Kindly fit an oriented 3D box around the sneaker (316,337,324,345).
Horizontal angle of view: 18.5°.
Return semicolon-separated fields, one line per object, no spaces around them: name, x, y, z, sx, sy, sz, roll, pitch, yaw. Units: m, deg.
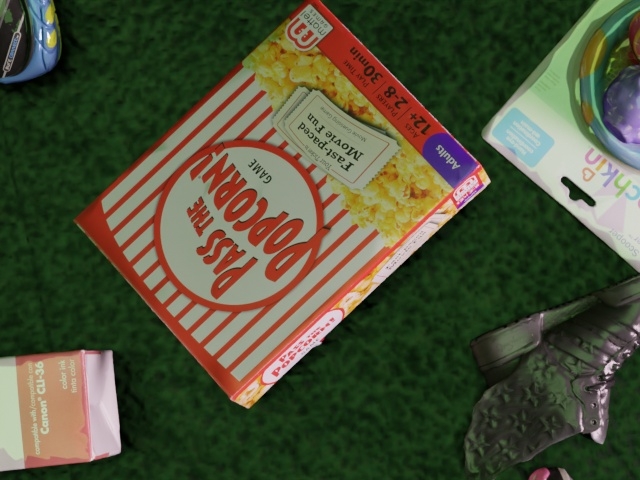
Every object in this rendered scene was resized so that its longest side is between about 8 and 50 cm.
sneaker;0.000;0.000;1.171;0.067;0.042;0.118;-18;83;4

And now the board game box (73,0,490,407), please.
board game box;-0.023;-0.022;1.134;0.193;0.045;0.147;-44;73;1

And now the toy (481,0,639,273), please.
toy;0.223;-0.111;1.164;0.137;0.056;0.237;41;88;6

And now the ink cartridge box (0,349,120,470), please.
ink cartridge box;-0.223;0.103;1.135;0.198;0.115;0.067;-6;86;1

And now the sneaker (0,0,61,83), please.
sneaker;-0.213;-0.184;1.182;0.078;0.067;0.188;-16;88;-5

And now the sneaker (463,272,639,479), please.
sneaker;0.155;0.079;1.156;0.170;0.051;0.089;-21;85;5

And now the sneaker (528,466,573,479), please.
sneaker;0.187;0.193;1.139;0.075;0.063;0.170;-36;90;0
